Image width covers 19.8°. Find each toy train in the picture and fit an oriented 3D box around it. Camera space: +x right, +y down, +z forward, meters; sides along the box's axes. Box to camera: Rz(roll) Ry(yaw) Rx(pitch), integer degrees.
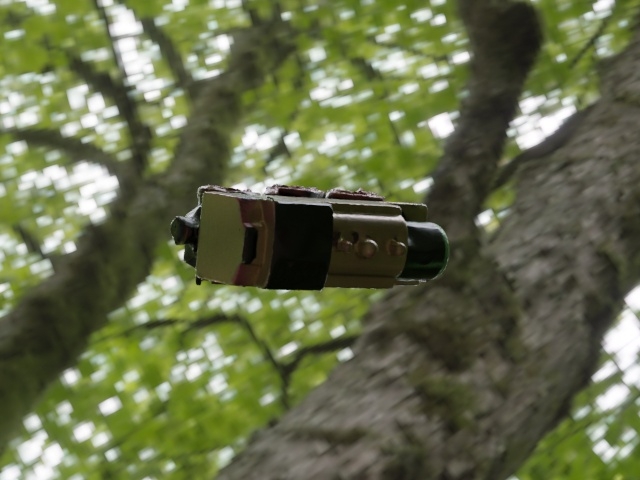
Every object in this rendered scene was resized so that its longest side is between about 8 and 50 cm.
[{"bbox_3d":[0.000,0.000,0.884,0.087,0.138,0.050,11,-82,56],"label":"toy train"}]
